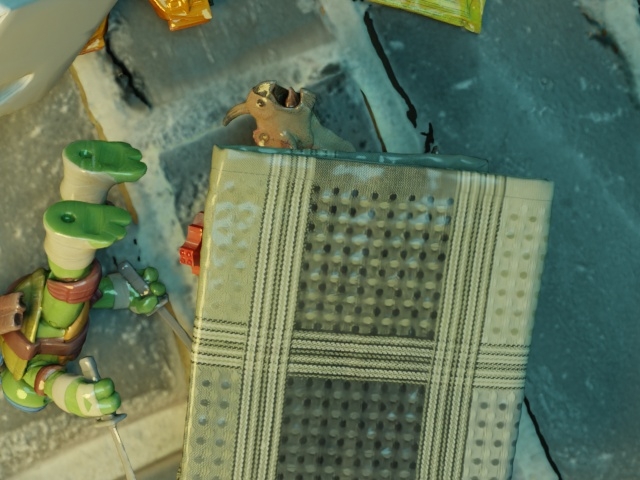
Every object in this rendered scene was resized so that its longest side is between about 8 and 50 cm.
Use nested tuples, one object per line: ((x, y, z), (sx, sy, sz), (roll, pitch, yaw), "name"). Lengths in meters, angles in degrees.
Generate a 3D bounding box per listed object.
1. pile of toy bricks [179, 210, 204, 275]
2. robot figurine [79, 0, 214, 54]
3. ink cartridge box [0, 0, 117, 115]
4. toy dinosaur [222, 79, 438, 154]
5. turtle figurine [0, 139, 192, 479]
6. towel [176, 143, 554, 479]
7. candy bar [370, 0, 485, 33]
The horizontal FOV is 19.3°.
((-0.068, 0.082, 1.668), (0.105, 0.118, 0.212), (-30, 125, -46), "pile of toy bricks")
((-0.205, -0.322, 1.700), (0.211, 0.085, 0.291), (-15, 93, -8), "robot figurine")
((-0.374, -0.283, 1.532), (0.395, 0.285, 0.166), (43, 114, 2), "ink cartridge box")
((0.000, 0.000, 1.718), (0.200, 0.127, 0.295), (7, 101, -1), "toy dinosaur")
((-0.173, 0.065, 1.637), (0.275, 0.266, 0.198), (32, 43, 22), "turtle figurine")
((0.039, 0.078, 1.635), (0.312, 0.056, 0.324), (6, 101, -12), "towel")
((0.079, -0.234, 1.775), (0.161, 0.018, 0.040), (13, 85, -8), "candy bar")
